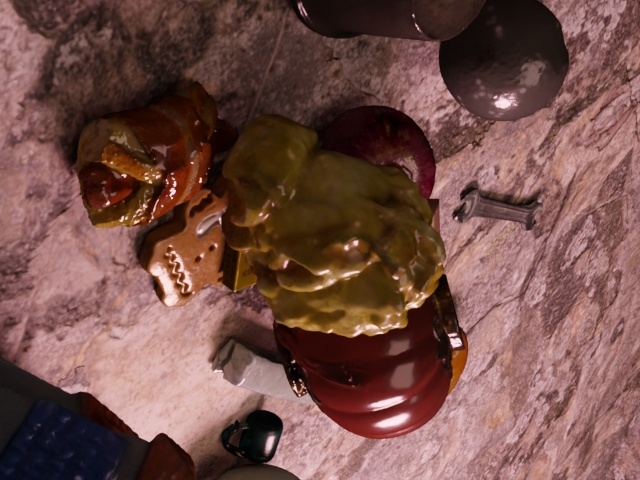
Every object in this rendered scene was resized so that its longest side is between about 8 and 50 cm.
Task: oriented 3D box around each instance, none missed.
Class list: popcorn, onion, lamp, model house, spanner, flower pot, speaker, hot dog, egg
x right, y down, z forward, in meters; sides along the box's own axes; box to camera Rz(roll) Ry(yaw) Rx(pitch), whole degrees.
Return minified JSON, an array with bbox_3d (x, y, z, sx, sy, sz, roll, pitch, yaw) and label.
[{"bbox_3d":[0.000,0.000,1.304,0.225,0.286,0.173,-58,-177,36],"label":"popcorn"},{"bbox_3d":[0.070,-0.096,1.499,0.177,0.153,0.177,-27,130,-38],"label":"onion"},{"bbox_3d":[0.293,-0.255,1.617,0.314,0.182,0.182,8,113,-58],"label":"lamp"},{"bbox_3d":[0.069,0.133,1.572,0.257,0.303,0.303,-17,143,4],"label":"lamp"},{"bbox_3d":[-0.278,0.285,1.180,0.251,0.329,0.295,-67,154,-25],"label":"model house"},{"bbox_3d":[0.324,-0.055,1.987,0.302,0.017,0.071,3,117,-53],"label":"spanner"},{"bbox_3d":[0.104,-0.337,1.311,0.269,0.166,0.269,-33,143,-29],"label":"flower pot"},{"bbox_3d":[-0.105,0.309,1.720,0.094,0.060,0.075,-12,127,-47],"label":"speaker"},{"bbox_3d":[-0.177,-0.090,1.225,0.213,0.103,0.146,-32,138,-35],"label":"hot dog"},{"bbox_3d":[-0.097,0.438,1.746,0.168,0.168,0.231,-56,145,2],"label":"egg"}]

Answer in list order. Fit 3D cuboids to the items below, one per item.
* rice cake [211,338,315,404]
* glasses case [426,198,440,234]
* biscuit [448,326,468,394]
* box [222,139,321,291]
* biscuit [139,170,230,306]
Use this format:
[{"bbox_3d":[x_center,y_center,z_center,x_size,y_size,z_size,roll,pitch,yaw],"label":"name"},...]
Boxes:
[{"bbox_3d":[-0.048,0.211,1.703,0.066,0.063,0.336,-54,148,5],"label":"rice cake"},{"bbox_3d":[0.063,-0.014,1.417,0.194,0.070,0.102,0,131,0],"label":"glasses case"},{"bbox_3d":[0.183,0.237,2.027,0.220,0.066,0.220,-29,137,-32],"label":"biscuit"},{"bbox_3d":[-0.064,-0.035,1.425,0.121,0.030,0.193,-21,132,-42],"label":"box"},{"bbox_3d":[-0.123,-0.021,1.422,0.249,0.035,0.184,-41,145,-22],"label":"biscuit"}]
